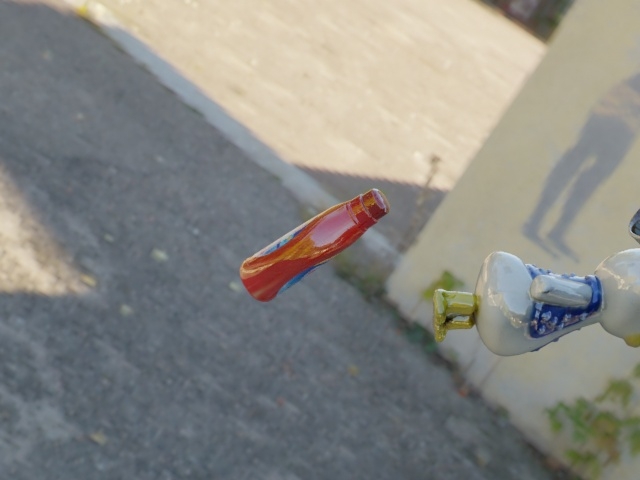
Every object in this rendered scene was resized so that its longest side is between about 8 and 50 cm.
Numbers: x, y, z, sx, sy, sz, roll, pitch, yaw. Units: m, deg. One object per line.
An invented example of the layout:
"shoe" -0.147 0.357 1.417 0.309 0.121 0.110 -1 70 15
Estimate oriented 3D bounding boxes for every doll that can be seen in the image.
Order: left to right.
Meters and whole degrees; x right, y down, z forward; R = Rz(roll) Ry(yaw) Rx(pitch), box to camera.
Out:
"doll" 0.253 0.057 1.314 0.138 0.293 0.119 84 -1 -67

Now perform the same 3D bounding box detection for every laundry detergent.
"laundry detergent" 0.000 0.000 1.377 0.049 0.165 0.097 56 21 -4

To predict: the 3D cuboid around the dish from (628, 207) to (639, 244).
"dish" 0.423 -0.012 1.529 0.078 0.141 0.141 58 11 -15
